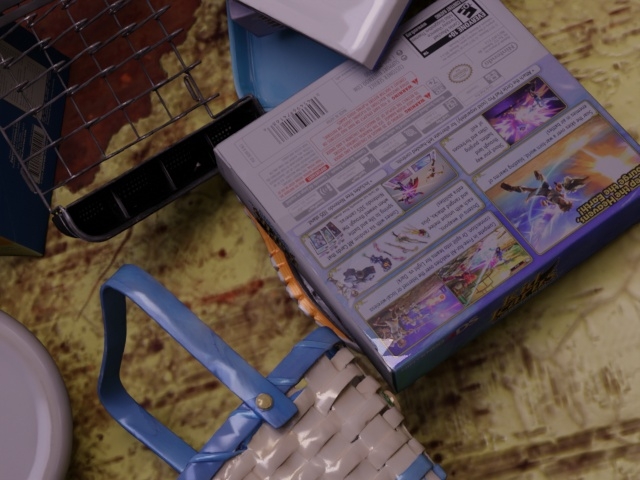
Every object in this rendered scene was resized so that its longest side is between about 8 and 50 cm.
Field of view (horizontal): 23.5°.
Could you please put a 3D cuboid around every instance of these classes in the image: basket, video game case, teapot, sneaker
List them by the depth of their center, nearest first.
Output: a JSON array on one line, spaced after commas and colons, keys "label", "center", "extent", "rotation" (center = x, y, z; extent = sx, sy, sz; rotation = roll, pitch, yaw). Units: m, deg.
[{"label": "basket", "center": [-0.058, 0.162, 1.176], "extent": [0.289, 0.255, 0.201], "rotation": [36, 65, 9]}, {"label": "video game case", "center": [0.094, -0.050, 1.228], "extent": [0.269, 0.061, 0.244], "rotation": [-34, 65, -10]}, {"label": "sneaker", "center": [0.000, 0.000, 1.285], "extent": [0.083, 0.084, 0.215], "rotation": [-33, 66, 6]}, {"label": "teapot", "center": [-0.334, 0.172, 1.323], "extent": [0.252, 0.187, 0.256], "rotation": [43, 75, -5]}]

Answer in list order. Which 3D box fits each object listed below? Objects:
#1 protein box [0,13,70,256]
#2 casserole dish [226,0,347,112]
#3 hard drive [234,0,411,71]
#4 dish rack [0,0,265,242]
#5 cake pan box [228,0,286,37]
[{"label": "protein box", "center": [-0.344, -0.103, 1.379], "extent": [0.136, 0.201, 0.199], "rotation": [1, 77, 22]}, {"label": "casserole dish", "center": [-0.024, -0.193, 1.367], "extent": [0.114, 0.037, 0.188], "rotation": [-11, 74, 18]}, {"label": "hard drive", "center": [0.030, -0.325, 1.254], "extent": [0.210, 0.040, 0.318], "rotation": [30, 93, 23]}, {"label": "dish rack", "center": [-0.195, -0.151, 1.294], "extent": [0.208, 0.074, 0.271], "rotation": [-34, 98, -30]}, {"label": "cake pan box", "center": [0.034, -0.325, 1.311], "extent": [0.267, 0.070, 0.245], "rotation": [-12, 80, 19]}]
